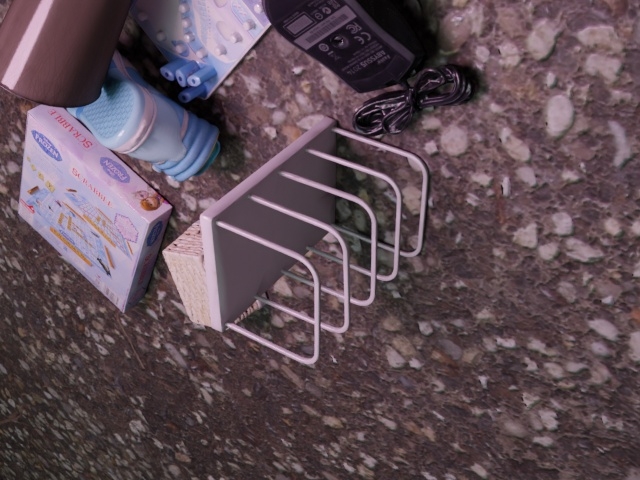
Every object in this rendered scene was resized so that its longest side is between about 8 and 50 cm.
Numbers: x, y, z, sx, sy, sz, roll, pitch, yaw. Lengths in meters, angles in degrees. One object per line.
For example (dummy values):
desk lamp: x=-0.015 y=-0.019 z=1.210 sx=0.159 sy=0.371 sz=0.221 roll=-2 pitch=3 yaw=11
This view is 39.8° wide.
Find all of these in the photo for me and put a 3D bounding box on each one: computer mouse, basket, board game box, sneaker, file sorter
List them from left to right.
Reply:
basket: x=-0.335 y=-0.320 z=1.203 sx=0.154 sy=0.204 sz=0.226 roll=32 pitch=114 yaw=0
board game box: x=-0.446 y=-0.059 z=1.710 sx=0.319 sy=0.066 sz=0.318 roll=42 pitch=141 yaw=9
sneaker: x=-0.274 y=-0.192 z=1.402 sx=0.208 sy=0.127 sz=0.319 roll=28 pitch=-164 yaw=-39
board game box: x=-0.213 y=-0.427 z=1.206 sx=0.390 sy=0.050 sz=0.390 roll=52 pitch=141 yaw=-3
basket: x=-0.183 y=0.062 z=1.532 sx=0.113 sy=0.103 sz=0.167 roll=7 pitch=126 yaw=41
file sorter: x=0.000 y=0.000 z=1.175 sx=0.173 sy=0.278 sz=0.192 roll=23 pitch=134 yaw=26
computer mouse: x=0.044 y=-0.244 z=1.064 sx=0.189 sy=0.072 sz=0.272 roll=-16 pitch=136 yaw=44
